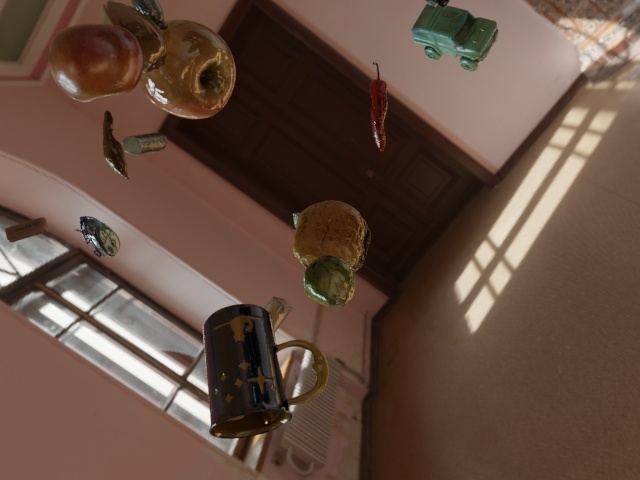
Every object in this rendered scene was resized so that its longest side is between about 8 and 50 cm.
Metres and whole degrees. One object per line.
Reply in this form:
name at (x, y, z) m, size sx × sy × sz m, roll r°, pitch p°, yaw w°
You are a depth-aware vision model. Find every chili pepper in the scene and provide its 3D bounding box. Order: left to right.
chili pepper at (0.171, -0.400, 1.561) m, size 0.059 × 0.268 × 0.050 m, roll 5°, pitch 10°, yaw 42°

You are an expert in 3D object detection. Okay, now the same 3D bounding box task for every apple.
apple at (-0.502, -0.397, 1.174) m, size 0.201 × 0.201 × 0.162 m, roll -76°, pitch -16°, yaw -76°
apple at (-0.554, -0.690, 2.099) m, size 0.391 × 0.346 × 0.392 m, roll -40°, pitch -38°, yaw -42°

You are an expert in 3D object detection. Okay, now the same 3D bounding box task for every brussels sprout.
brussels sprout at (0.027, 0.117, 1.477) m, size 0.155 × 0.155 × 0.117 m, roll -56°, pitch 8°, yaw -21°

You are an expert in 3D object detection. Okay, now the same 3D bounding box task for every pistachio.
pistachio at (-0.615, -0.670, 1.684) m, size 0.162 × 0.260 × 0.213 m, roll -41°, pitch 2°, yaw 2°

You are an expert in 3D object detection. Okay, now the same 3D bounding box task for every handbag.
handbag at (-0.181, 0.287, 1.862) m, size 0.173 × 0.095 × 0.117 m, roll -49°, pitch -21°, yaw 3°

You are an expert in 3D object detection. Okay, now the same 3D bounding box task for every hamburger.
hamburger at (0.044, -0.015, 1.976) m, size 0.319 × 0.318 × 0.158 m, roll -56°, pitch -23°, yaw -25°

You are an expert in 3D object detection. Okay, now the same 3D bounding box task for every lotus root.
lotus root at (-0.614, -0.832, 1.872) m, size 0.088 × 0.165 × 0.088 m, roll -31°, pitch 24°, yaw 15°

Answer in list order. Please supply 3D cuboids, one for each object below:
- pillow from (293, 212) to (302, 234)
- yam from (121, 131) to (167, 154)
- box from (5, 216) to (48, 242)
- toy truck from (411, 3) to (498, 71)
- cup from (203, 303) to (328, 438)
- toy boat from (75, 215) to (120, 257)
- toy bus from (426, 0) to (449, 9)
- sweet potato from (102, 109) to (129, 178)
pillow at (0.000, 0.000, 2.240) m, size 0.138 × 0.283 × 0.310 m, roll -59°, pitch -5°, yaw -19°
yam at (-0.625, -0.347, 1.864) m, size 0.078 × 0.078 × 0.179 m, roll -52°, pitch -5°, yaw 22°
box at (-0.880, -0.032, 1.559) m, size 0.115 × 0.048 × 0.025 m, roll -19°, pitch -26°, yaw -13°
toy truck at (0.456, -0.699, 1.772) m, size 0.155 × 0.278 × 0.156 m, roll -59°, pitch -33°, yaw 2°
cup at (-0.136, 0.292, 1.183) m, size 0.178 × 0.254 × 0.257 m, roll -48°, pitch 43°, yaw 41°
toy boat at (-0.686, -0.019, 1.555) m, size 0.175 × 0.110 × 0.091 m, roll 79°, pitch -157°, yaw -56°
toy bus at (0.261, -0.675, 1.327) m, size 0.088 × 0.174 × 0.101 m, roll -49°, pitch 36°, yaw 49°
sweet potato at (-0.789, -0.356, 1.966) m, size 0.074 × 0.270 × 0.075 m, roll -15°, pitch 4°, yaw 1°
